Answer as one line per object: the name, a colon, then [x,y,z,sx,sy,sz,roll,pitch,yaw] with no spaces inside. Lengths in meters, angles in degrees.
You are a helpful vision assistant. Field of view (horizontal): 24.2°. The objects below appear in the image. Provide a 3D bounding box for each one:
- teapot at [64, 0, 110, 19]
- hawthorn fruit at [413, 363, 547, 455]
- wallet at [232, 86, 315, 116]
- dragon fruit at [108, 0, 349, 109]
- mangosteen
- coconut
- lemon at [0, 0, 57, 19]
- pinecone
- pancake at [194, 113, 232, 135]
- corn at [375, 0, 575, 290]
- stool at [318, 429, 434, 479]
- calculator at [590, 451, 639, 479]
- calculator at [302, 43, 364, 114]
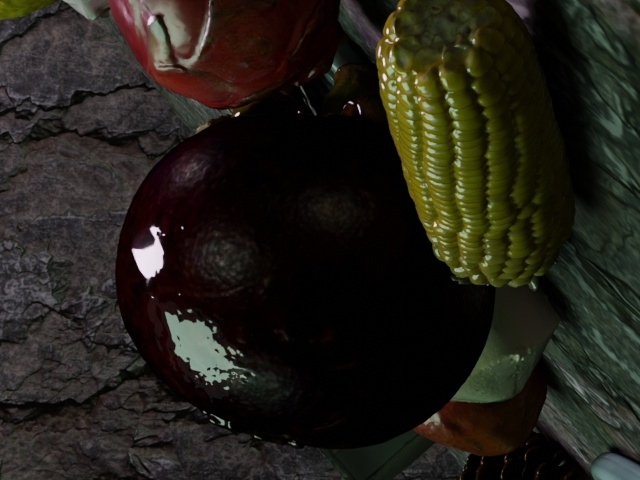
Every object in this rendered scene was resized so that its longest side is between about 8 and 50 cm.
teapot: [-0.170,-0.275,1.192,0.163,0.178,0.221,48,173,13]
hawthorn fruit: [0.165,0.154,1.636,0.179,0.173,0.173,24,179,-11]
wallet: [-0.065,-0.166,1.377,0.262,0.071,0.221,71,176,-47]
dragon fruit: [-0.072,-0.185,1.092,0.172,0.172,0.209,44,172,45]
mangosteen: [-0.001,0.018,1.153,0.297,0.293,0.297,38,-173,-6]
coconut: [0.132,0.074,1.334,0.153,0.147,0.147,59,174,-1]
lemon: [-0.335,-0.367,1.454,0.322,0.268,0.268,47,175,-15]
pinecone: [0.269,0.328,1.937,0.165,0.163,0.163,16,151,46]
pancake: [0.011,-0.005,1.501,0.356,0.065,0.356,33,-153,-19]
corn: [0.096,-0.060,0.910,0.106,0.106,0.305,47,174,27]
stool: [0.051,0.150,1.953,0.270,0.243,0.170,53,173,-34]
calculator: [0.363,0.302,1.551,0.184,0.042,0.295,50,175,-7]
calculator: [0.046,-0.098,1.386,0.185,0.041,0.299,44,170,49]
